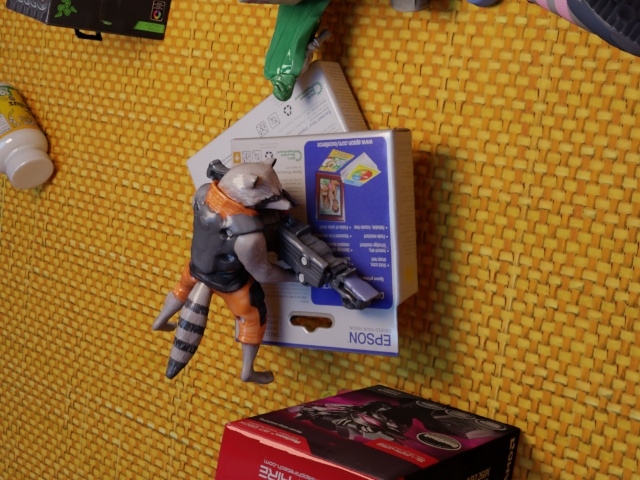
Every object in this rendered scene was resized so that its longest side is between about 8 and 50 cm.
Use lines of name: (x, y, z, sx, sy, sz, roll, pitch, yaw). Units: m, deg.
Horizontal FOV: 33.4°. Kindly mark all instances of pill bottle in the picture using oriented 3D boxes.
pill bottle: (-0.608, -0.203, 2.094, 0.117, 0.118, 0.208, -52, 60, 30)

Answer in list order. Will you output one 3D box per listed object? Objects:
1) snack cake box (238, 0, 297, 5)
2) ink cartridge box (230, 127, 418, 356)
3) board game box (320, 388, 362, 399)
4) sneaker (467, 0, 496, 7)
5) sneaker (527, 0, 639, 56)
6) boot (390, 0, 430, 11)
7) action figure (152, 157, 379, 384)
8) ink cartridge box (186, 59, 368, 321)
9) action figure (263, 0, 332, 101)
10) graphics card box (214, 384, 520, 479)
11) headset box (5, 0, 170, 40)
snack cake box: (-0.061, -0.462, 1.457, 0.152, 0.089, 0.264, -147, 58, -77)
ink cartridge box: (0.000, 0.000, 1.529, 0.304, 0.072, 0.307, 1, 97, 38)
board game box: (0.052, 0.355, 1.602, 0.124, 0.039, 0.259, -9, 83, 40)
sneaker: (0.180, -0.425, 1.417, 0.081, 0.090, 0.232, -19, 79, 40)
sneaker: (0.297, -0.325, 1.310, 0.319, 0.112, 0.131, 44, 162, 9)
boot: (0.116, -0.433, 1.476, 0.076, 0.189, 0.208, -10, 114, 13)
action figure: (-0.100, 0.048, 1.465, 0.341, 0.179, 0.330, 32, 122, 34)
ink cartridge box: (-0.038, -0.054, 1.640, 0.324, 0.071, 0.330, -31, 75, 37)
action figure: (-0.030, -0.307, 1.567, 0.137, 0.063, 0.232, -1, 63, 43)
graphics card box: (0.072, 0.273, 1.343, 0.233, 0.371, 0.094, 13, 97, 33)
headset box: (-0.374, -0.480, 1.793, 0.131, 0.246, 0.283, 26, 108, 38)
